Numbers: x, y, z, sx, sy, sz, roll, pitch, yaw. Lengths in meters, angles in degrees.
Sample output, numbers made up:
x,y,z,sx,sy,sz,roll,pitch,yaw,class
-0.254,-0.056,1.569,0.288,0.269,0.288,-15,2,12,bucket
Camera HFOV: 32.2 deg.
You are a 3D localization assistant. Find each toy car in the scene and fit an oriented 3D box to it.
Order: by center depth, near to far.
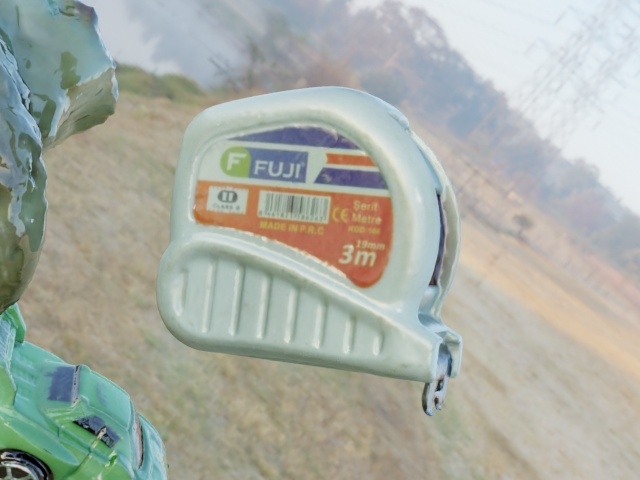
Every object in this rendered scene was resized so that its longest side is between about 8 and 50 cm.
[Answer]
x,y,z,sx,sy,sz,roll,pitch,yaw,class
-0.339,0.254,1.488,0.358,0.176,0.213,36,20,-25,toy car

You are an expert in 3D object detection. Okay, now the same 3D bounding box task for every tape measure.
x,y,z,sx,sy,sz,roll,pitch,yaw,class
0.000,0.001,0.906,0.243,0.246,0.125,7,-4,19,tape measure

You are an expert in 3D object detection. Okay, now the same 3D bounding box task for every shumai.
x,y,z,sx,sy,sz,roll,pitch,yaw,class
-0.353,-0.130,0.968,0.397,0.324,0.323,22,40,13,shumai
